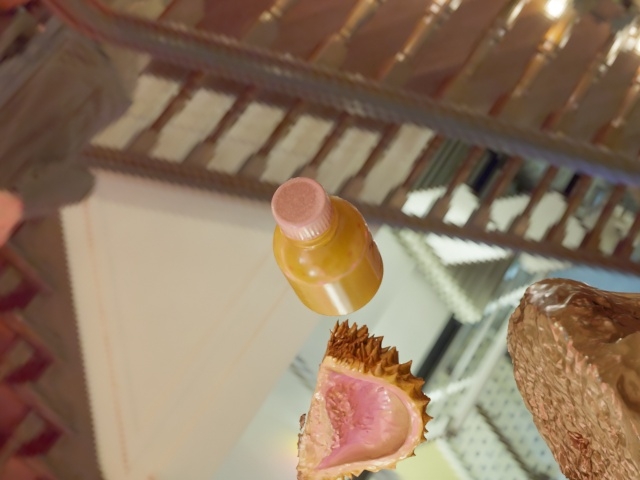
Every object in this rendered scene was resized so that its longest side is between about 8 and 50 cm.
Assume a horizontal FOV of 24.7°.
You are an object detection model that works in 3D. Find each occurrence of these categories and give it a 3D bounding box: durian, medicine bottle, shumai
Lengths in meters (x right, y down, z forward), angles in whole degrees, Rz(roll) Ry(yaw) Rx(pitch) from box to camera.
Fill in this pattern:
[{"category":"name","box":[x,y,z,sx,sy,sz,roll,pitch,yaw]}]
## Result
[{"category":"durian","box":[0.031,0.168,1.521,0.165,0.132,0.182,15,120,60]},{"category":"medicine bottle","box":[0.000,0.000,1.778,0.122,0.122,0.212,20,161,23]},{"category":"shumai","box":[0.358,0.142,1.424,0.309,0.263,0.304,64,168,5]}]
